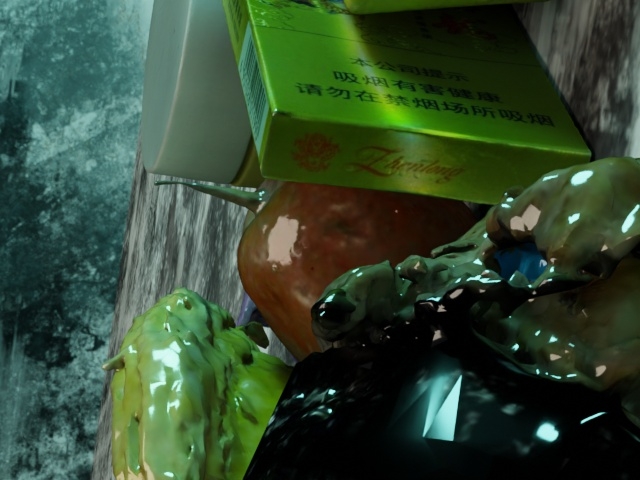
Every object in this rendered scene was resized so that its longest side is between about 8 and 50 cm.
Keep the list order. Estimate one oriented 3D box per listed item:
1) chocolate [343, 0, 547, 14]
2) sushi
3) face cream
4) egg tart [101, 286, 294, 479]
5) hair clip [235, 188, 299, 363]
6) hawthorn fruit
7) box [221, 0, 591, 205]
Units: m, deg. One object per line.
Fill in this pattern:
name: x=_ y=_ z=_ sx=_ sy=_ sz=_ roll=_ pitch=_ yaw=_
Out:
chocolate: x=0.079 y=-0.306 z=1.161 sx=0.289 sy=0.137 sz=0.301 roll=-106 pitch=25 yaw=-64
sushi: x=0.083 y=0.069 z=0.739 sx=0.238 sy=0.225 sz=0.219 roll=-8 pitch=61 yaw=44
face cream: x=-0.020 y=-0.142 z=1.409 sx=0.218 sy=0.179 sz=0.218 roll=-173 pitch=90 yaw=-78
egg tart: x=-0.043 y=0.213 z=1.235 sx=0.388 sy=0.169 sz=0.388 roll=-1 pitch=-90 yaw=-90
hair clip: x=-0.028 y=-0.009 z=1.625 sx=0.137 sy=0.090 sz=0.278 roll=118 pitch=162 yaw=-60
hawthorn fruit: x=0.018 y=-0.001 z=1.200 sx=0.189 sy=0.149 sz=0.149 roll=56 pitch=167 yaw=-3
box: x=0.035 y=-0.111 z=1.152 sx=0.311 sy=0.173 sz=0.043 roll=-104 pitch=24 yaw=-61
